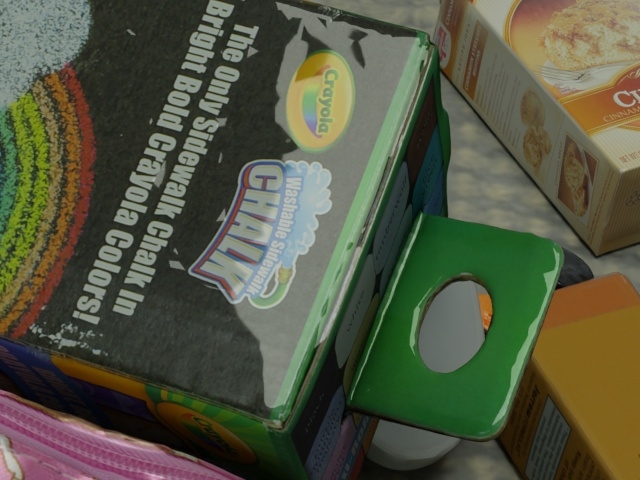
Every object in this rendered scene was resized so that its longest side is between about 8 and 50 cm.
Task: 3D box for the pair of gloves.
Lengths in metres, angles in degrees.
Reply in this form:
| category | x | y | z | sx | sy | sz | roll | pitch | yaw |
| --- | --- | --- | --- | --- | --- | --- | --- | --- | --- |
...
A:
| category | x | y | z | sx | sy | sz | roll | pitch | yaw |
| --- | --- | --- | --- | --- | --- | --- | --- | --- | --- |
| pair of gloves | 0.115 | 0.029 | 0.982 | 0.074 | 0.010 | 0.083 | 28 | 46 | 18 |

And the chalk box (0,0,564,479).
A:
| category | x | y | z | sx | sy | sz | roll | pitch | yaw |
| --- | --- | --- | --- | --- | --- | --- | --- | --- | --- |
| chalk box | -0.047 | 0.007 | 0.785 | 0.289 | 0.179 | 0.180 | 18 | 70 | 12 |

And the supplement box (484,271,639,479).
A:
| category | x | y | z | sx | sy | sz | roll | pitch | yaw |
| --- | --- | --- | --- | --- | --- | --- | --- | --- | --- |
| supplement box | 0.159 | 0.125 | 0.848 | 0.078 | 0.080 | 0.233 | -13 | 47 | -22 |

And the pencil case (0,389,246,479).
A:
| category | x | y | z | sx | sy | sz | roll | pitch | yaw |
| --- | --- | --- | --- | --- | --- | --- | --- | --- | --- |
| pencil case | -0.185 | 0.107 | 0.690 | 0.386 | 0.167 | 0.160 | 24 | 61 | -5 |

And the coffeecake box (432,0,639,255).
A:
| category | x | y | z | sx | sy | sz | roll | pitch | yaw |
| --- | --- | --- | --- | --- | --- | --- | --- | --- | --- |
| coffeecake box | 0.173 | -0.092 | 1.075 | 0.142 | 0.068 | 0.185 | -17 | 50 | -24 |

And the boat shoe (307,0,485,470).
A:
| category | x | y | z | sx | sy | sz | roll | pitch | yaw |
| --- | --- | --- | --- | --- | --- | --- | --- | --- | --- |
| boat shoe | 0.000 | 0.000 | 0.936 | 0.096 | 0.088 | 0.267 | -16 | 67 | -24 |
